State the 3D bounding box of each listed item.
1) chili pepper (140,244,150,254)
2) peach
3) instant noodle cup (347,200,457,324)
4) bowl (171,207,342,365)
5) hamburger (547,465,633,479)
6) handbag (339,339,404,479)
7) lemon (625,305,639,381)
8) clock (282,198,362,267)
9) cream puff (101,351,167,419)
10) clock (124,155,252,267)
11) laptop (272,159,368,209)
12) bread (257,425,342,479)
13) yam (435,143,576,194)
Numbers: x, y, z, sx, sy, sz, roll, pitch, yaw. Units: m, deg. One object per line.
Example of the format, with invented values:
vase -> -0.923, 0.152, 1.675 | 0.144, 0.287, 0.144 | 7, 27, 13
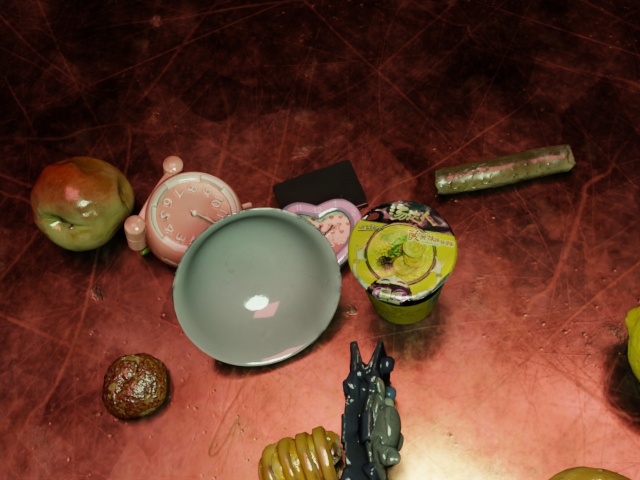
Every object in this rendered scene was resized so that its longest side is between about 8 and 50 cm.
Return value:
chili pepper -> -0.396, -0.002, 1.878 | 0.030, 0.017, 0.083 | -4, 61, 6
peach -> -0.529, -0.087, 1.845 | 0.214, 0.214, 0.235 | 19, 32, 16
instant noodle cup -> 0.168, 0.064, 1.649 | 0.215, 0.236, 0.216 | -3, 64, 6
bowl -> -0.140, 0.075, 1.696 | 0.345, 0.346, 0.157 | -24, 23, -5
hamburger -> 0.481, 0.547, 1.385 | 0.284, 0.174, 0.305 | 16, 65, 29
handbag -> 0.093, 0.364, 1.494 | 0.118, 0.269, 0.326 | -1, 64, 5
lemon -> 0.714, 0.207, 1.500 | 0.310, 0.253, 0.253 | 29, 71, 14
clock -> 0.000, 0.000, 1.796 | 0.197, 0.064, 0.172 | -6, 79, 6
cream puff -> -0.390, 0.296, 1.694 | 0.148, 0.084, 0.149 | -2, 62, 5
clock -> -0.279, -0.036, 1.820 | 0.241, 0.142, 0.227 | 23, 65, 6
laptop -> -0.002, -0.103, 1.879 | 0.197, 0.016, 0.135 | -18, 63, -4
bread -> -0.037, 0.433, 1.583 | 0.177, 0.084, 0.119 | -19, 63, 3
yam -> 0.410, -0.158, 1.822 | 0.317, 0.067, 0.071 | -11, 77, 4
